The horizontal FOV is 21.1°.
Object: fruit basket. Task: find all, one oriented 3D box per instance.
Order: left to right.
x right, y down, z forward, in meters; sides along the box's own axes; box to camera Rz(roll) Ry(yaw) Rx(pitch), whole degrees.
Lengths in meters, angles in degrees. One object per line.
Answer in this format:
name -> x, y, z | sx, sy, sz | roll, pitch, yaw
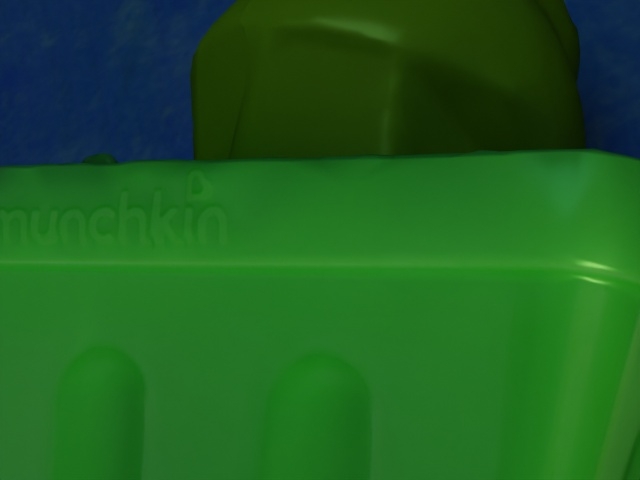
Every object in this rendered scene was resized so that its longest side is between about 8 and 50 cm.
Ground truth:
fruit basket -> 0.000, 0.000, 0.666 | 0.392, 0.283, 0.392 | -10, 67, 25
